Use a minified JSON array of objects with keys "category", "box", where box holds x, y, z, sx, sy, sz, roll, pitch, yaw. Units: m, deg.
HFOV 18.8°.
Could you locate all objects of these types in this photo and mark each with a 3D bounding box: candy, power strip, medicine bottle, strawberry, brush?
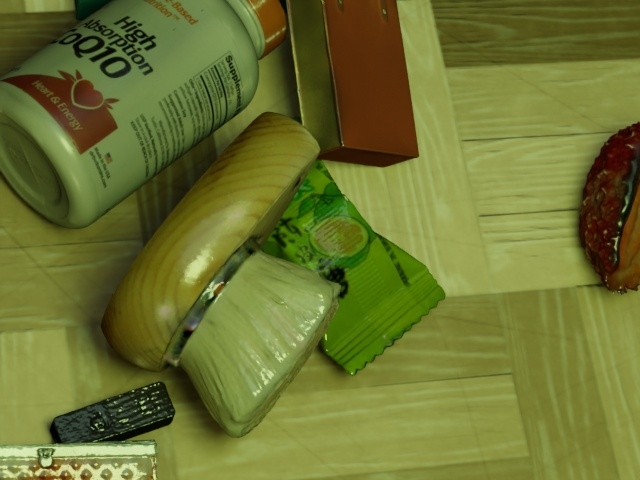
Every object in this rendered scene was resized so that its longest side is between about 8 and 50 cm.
[{"category":"candy","box":[0.000,0.000,1.819,0.149,0.069,0.246,-36,77,-23]},{"category":"power strip","box":[-0.185,0.160,1.721,0.111,0.029,0.038,-19,71,-21]},{"category":"medicine bottle","box":[-0.165,-0.149,1.800,0.289,0.157,0.157,-39,79,-26]},{"category":"strawberry","box":[0.308,-0.039,1.897,0.140,0.085,0.192,11,86,-47]},{"category":"brush","box":[-0.059,0.026,1.712,0.166,0.174,0.266,33,85,7]}]

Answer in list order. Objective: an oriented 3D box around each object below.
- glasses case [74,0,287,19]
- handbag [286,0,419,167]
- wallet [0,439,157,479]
[{"category":"glasses case","box":[-0.099,-0.289,1.933,0.301,0.070,0.117,-5,66,-14]},{"category":"handbag","box":[0.029,-0.171,1.859,0.127,0.063,0.190,3,76,-52]},{"category":"wallet","box":[-0.238,0.226,1.671,0.196,0.020,0.103,0,86,-15]}]
